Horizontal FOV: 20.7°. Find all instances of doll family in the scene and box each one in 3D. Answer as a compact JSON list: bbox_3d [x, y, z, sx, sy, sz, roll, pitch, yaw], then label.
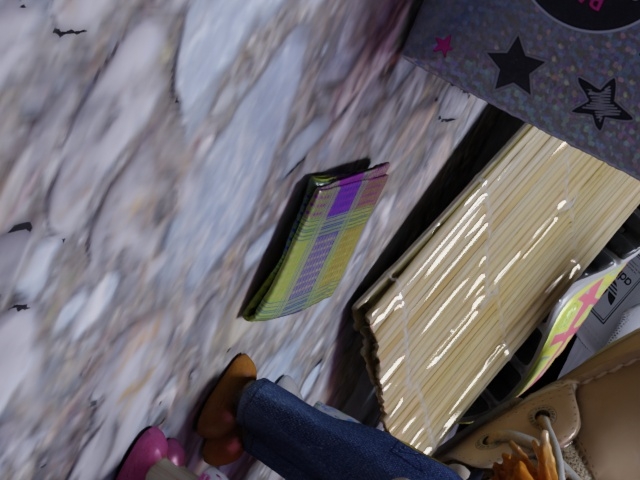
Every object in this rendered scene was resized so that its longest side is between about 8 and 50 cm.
[{"bbox_3d":[0.037,0.106,0.654,0.118,0.163,0.263,-59,166,-8],"label":"doll family"}]

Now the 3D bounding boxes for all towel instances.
[{"bbox_3d":[0.000,0.000,0.639,0.060,0.009,0.083,-64,165,16],"label":"towel"}]

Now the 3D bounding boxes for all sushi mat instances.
[{"bbox_3d":[0.123,-0.026,0.875,0.316,0.019,0.151,-46,150,-25],"label":"sushi mat"}]

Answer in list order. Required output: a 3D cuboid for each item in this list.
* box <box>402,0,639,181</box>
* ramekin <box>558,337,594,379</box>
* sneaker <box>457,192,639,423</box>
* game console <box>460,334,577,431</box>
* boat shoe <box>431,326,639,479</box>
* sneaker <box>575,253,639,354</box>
[{"bbox_3d":[0.181,-0.078,0.632,0.163,0.247,0.142,-29,144,-65],"label":"box"},{"bbox_3d":[0.293,0.140,1.584,0.109,0.207,0.207,-55,168,11],"label":"ramekin"},{"bbox_3d":[0.122,0.022,0.993,0.208,0.081,0.094,-46,163,-14],"label":"sneaker"},{"bbox_3d":[0.212,0.031,1.402,0.361,0.044,0.213,-45,161,-46],"label":"game console"},{"bbox_3d":[0.116,0.143,0.906,0.341,0.122,0.110,-38,162,19],"label":"boat shoe"},{"bbox_3d":[0.233,-0.029,1.109,0.210,0.137,0.366,-32,134,0],"label":"sneaker"}]
